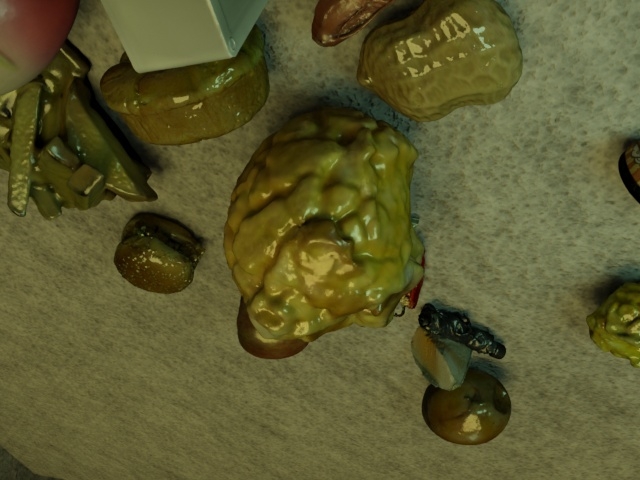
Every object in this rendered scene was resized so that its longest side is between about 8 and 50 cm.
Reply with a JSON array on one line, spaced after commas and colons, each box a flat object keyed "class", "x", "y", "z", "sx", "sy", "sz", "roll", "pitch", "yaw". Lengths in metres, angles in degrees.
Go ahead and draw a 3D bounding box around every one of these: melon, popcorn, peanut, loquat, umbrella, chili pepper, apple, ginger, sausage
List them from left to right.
[{"class": "ginger", "x": -0.534, "y": -0.174, "z": 1.083, "sx": 0.412, "sy": 0.211, "sz": 0.359, "roll": 6, "pitch": 135, "yaw": 14}, {"class": "apple", "x": -0.100, "y": 0.177, "z": 1.323, "sx": 0.173, "sy": 0.188, "sz": 0.188, "roll": 8, "pitch": 138, "yaw": 1}, {"class": "popcorn", "x": -0.005, "y": -0.018, "z": 0.968, "sx": 0.353, "sy": 0.344, "sz": 0.391, "roll": 5, "pitch": 109, "yaw": 45}, {"class": "sausage", "x": 0.112, "y": -0.357, "z": 0.765, "sx": 0.326, "sy": 0.079, "sz": 0.087, "roll": -18, "pitch": 113, "yaw": 32}, {"class": "chili pepper", "x": 0.191, "y": 0.083, "z": 1.233, "sx": 0.059, "sy": 0.050, "sz": 0.268, "roll": 35, "pitch": 143, "yaw": 27}, {"class": "peanut", "x": 0.162, "y": -0.255, "z": 0.828, "sx": 0.232, "sy": 0.110, "sz": 0.196, "roll": -16, "pitch": 141, "yaw": 33}, {"class": "melon", "x": 0.297, "y": 0.261, "z": 1.349, "sx": 0.139, "sy": 0.202, "sz": 0.093, "roll": -14, "pitch": 118, "yaw": -15}, {"class": "loquat", "x": 0.352, "y": 0.410, "z": 1.427, "sx": 0.179, "sy": 0.179, "sz": 0.227, "roll": 39, "pitch": 139, "yaw": -22}, {"class": "umbrella", "x": 0.329, "y": 0.208, "z": 1.309, "sx": 0.224, "sy": 0.080, "sz": 0.071, "roll": 27, "pitch": 103, "yaw": -16}, {"class": "popcorn", "x": 0.610, "y": 0.153, "z": 1.096, "sx": 0.197, "sy": 0.156, "sz": 0.198, "roll": 12, "pitch": 158, "yaw": 5}]

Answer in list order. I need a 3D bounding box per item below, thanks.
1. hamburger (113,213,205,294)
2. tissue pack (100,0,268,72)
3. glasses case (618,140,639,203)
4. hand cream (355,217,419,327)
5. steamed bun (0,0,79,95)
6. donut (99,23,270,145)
[{"class": "hamburger", "x": -0.380, "y": 0.047, "z": 1.328, "sx": 0.189, "sy": 0.122, "sz": 0.215, "roll": 33, "pitch": 138, "yaw": -20}, {"class": "tissue pack", "x": -0.159, "y": -0.348, "z": 0.741, "sx": 0.135, "sy": 0.246, "sz": 0.160, "roll": -2, "pitch": 134, "yaw": 18}, {"class": "glasses case", "x": 0.600, "y": -0.050, "z": 0.895, "sx": 0.320, "sy": 0.122, "sz": 0.082, "roll": 25, "pitch": 139, "yaw": -9}, {"class": "hand cream", "x": 0.120, "y": 0.063, "z": 1.221, "sx": 0.111, "sy": 0.070, "sz": 0.312, "roll": 13, "pitch": 134, "yaw": 6}, {"class": "steamed bun", "x": -0.492, "y": -0.354, "z": 0.831, "sx": 0.309, "sy": 0.309, "sz": 0.309, "roll": 9, "pitch": 138, "yaw": 9}, {"class": "donut", "x": -0.208, "y": -0.241, "z": 0.901, "sx": 0.261, "sy": 0.209, "sz": 0.128, "roll": 1, "pitch": 137, "yaw": 24}]
